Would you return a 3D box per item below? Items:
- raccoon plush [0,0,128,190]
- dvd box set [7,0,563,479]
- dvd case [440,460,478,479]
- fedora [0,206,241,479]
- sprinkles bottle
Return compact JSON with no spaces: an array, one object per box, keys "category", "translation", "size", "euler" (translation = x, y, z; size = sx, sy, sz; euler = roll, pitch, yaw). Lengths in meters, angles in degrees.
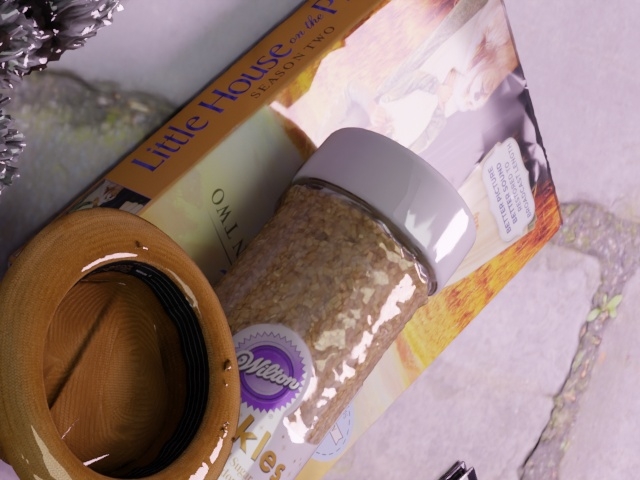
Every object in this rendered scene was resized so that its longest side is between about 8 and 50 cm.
[{"category":"raccoon plush","translation":[-0.223,0.028,0.934],"size":[0.446,0.216,0.299],"euler":[-27,133,-38]},{"category":"dvd box set","translation":[0.000,0.000,1.256],"size":[0.420,0.062,0.307],"euler":[-43,133,-26]},{"category":"dvd case","translation":[0.071,0.315,1.505],"size":[0.221,0.018,0.164],"euler":[-39,131,-28]},{"category":"fedora","translation":[-0.129,0.077,0.986],"size":[0.194,0.079,0.194],"euler":[23,58,-44]},{"category":"sprinkles bottle","translation":[-0.046,0.094,1.106],"size":[0.355,0.121,0.121],"euler":[-52,137,-18]}]
